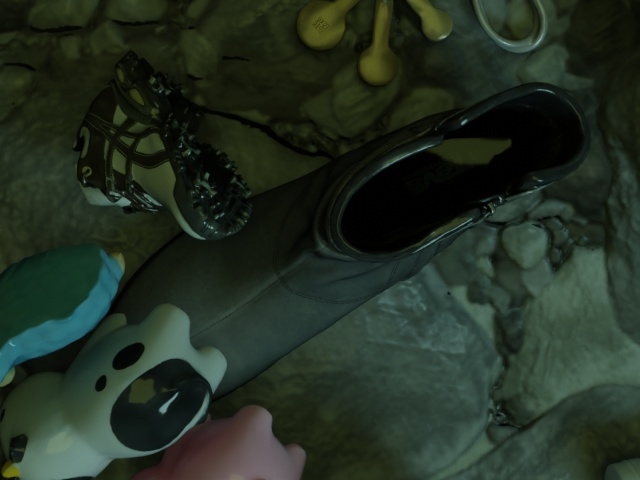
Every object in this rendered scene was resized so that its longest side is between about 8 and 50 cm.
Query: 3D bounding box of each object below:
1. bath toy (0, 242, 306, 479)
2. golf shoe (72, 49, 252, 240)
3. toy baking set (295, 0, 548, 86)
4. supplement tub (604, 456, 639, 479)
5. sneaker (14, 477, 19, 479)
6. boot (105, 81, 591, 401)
[{"bbox_3d":[-0.093,0.164,1.096,0.348,0.151,0.129,47,45,-24],"label":"bath toy"},{"bbox_3d":[-0.110,-0.042,1.136,0.094,0.198,0.077,-45,126,10],"label":"golf shoe"},{"bbox_3d":[0.074,-0.218,1.231,0.256,0.030,0.196,-15,91,-7],"label":"toy baking set"},{"bbox_3d":[0.261,0.181,1.204,0.107,0.071,0.071,-9,88,-7],"label":"supplement tub"},{"bbox_3d":[-0.249,0.262,1.144,0.091,0.094,0.258,41,75,9],"label":"sneaker"},{"bbox_3d":[0.000,0.000,1.109,0.338,0.223,0.118,-36,92,-7],"label":"boot"}]
